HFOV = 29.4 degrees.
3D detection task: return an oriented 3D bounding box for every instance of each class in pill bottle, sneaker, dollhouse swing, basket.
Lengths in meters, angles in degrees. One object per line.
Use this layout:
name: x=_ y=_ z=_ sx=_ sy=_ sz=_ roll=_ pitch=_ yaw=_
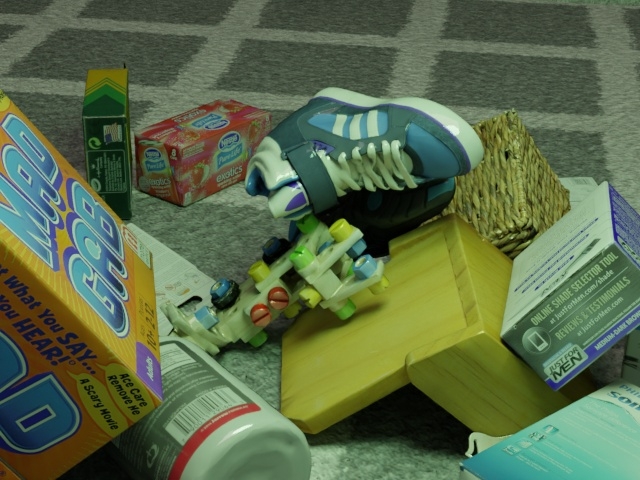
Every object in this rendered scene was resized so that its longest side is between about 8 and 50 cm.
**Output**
pill bottle: x=-0.169 y=0.223 z=1.475 sx=0.176 sy=0.176 sz=0.318 roll=-17 pitch=32 yaw=-32
sneaker: x=0.100 y=-0.049 z=1.891 sx=0.139 sy=0.125 sz=0.340 roll=22 pitch=-25 yaw=-34
sneaker: x=0.041 y=-0.092 z=1.697 sx=0.322 sy=0.130 sz=0.236 roll=19 pitch=57 yaw=41
dollhouse swing: x=0.158 y=0.182 z=1.702 sx=0.315 sy=0.305 sz=0.347 roll=39 pitch=19 yaw=-18
basket: x=0.280 y=-0.021 z=1.986 sx=0.213 sy=0.223 sz=0.299 roll=-23 pitch=38 yaw=23

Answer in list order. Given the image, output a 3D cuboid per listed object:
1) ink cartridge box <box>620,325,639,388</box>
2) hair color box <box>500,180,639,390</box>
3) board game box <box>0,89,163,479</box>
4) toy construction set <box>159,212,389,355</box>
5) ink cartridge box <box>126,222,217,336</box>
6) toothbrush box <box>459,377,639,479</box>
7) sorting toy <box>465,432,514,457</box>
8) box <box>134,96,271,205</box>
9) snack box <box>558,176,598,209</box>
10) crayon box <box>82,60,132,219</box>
ink cartridge box: x=0.473 y=0.157 z=1.612 sx=0.139 sy=0.191 sz=0.082 roll=9 pitch=26 yaw=15
hair color box: x=0.347 y=0.050 z=1.614 sx=0.110 sy=0.185 sz=0.339 roll=46 pitch=19 yaw=-2
board game box: x=-0.436 y=0.077 z=1.410 sx=0.356 sy=0.356 sz=0.356 roll=-35 pitch=27 yaw=8
toy construction set: x=-0.071 y=0.082 z=1.736 sx=0.327 sy=0.151 sz=0.215 roll=-26 pitch=23 yaw=-1
ink cartridge box: x=-0.282 y=0.075 z=1.934 sx=0.224 sy=0.056 sz=0.181 roll=34 pitch=37 yaw=19
toothbrush box: x=0.332 y=0.298 z=1.397 sx=0.295 sy=0.126 sz=0.216 roll=-21 pitch=33 yaw=-36
sorting toy: x=0.217 y=0.270 z=1.515 sx=0.075 sy=0.045 sz=0.083 roll=28 pitch=30 yaw=3
box: x=-0.220 y=-0.173 z=2.327 sx=0.128 sy=0.123 sz=0.257 roll=21 pitch=33 yaw=33
snack box: x=0.353 y=-0.045 z=2.159 sx=0.321 sy=0.060 sz=0.187 roll=-2 pitch=27 yaw=-6
crayon box: x=-0.395 y=-0.193 z=2.277 sx=0.081 sy=0.202 sz=0.318 roll=-2 pitch=26 yaw=-7
